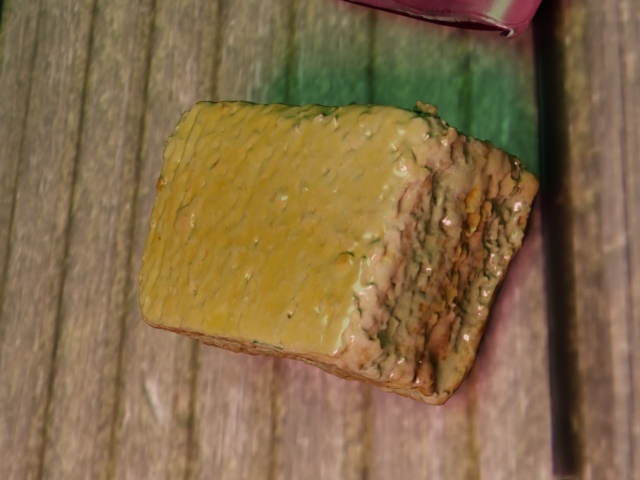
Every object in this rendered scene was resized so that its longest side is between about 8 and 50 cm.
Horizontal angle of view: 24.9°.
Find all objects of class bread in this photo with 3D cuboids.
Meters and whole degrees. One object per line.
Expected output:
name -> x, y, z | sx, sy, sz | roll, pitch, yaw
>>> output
bread -> 0.000, 0.000, 0.734 | 0.196, 0.102, 0.138 | 6, 72, 47

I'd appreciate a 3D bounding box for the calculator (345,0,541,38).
calculator -> 0.074, -0.180, 0.805 | 0.190, 0.034, 0.127 | 24, 88, 51
